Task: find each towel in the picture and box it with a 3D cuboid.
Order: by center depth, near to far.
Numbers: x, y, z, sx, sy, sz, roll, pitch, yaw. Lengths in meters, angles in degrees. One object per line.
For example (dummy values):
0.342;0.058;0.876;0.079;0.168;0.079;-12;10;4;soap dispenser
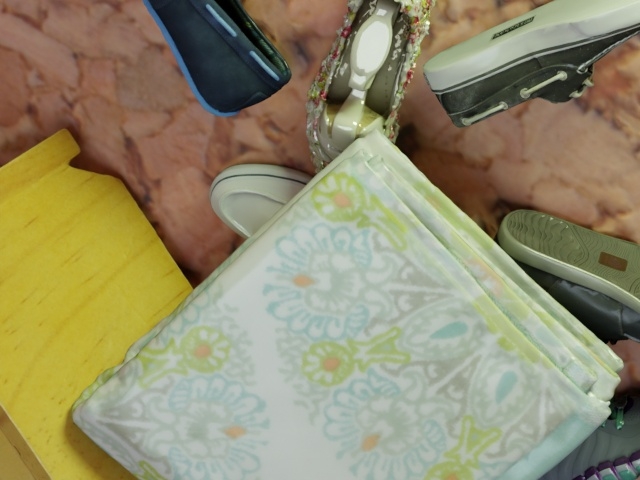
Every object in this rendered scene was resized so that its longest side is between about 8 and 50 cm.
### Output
0.025;0.132;1.395;0.374;0.090;0.320;-43;101;16;towel

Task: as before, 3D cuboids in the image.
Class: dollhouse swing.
-0.312;0.147;1.538;0.305;0.315;0.347;-26;101;46;dollhouse swing

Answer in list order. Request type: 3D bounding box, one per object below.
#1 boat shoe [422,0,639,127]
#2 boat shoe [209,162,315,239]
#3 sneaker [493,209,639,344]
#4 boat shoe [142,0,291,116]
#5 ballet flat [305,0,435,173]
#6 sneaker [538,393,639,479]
0.190;-0.151;1.320;0.219;0.078;0.070;-18;111;34;boat shoe
0.000;0.000;1.460;0.226;0.076;0.083;21;122;5;boat shoe
0.245;0.064;1.427;0.222;0.083;0.118;26;131;9;sneaker
-0.102;-0.229;1.364;0.089;0.109;0.258;-17;129;18;boat shoe
0.032;-0.132;1.376;0.091;0.077;0.241;17;123;7;ballet flat
0.241;0.176;1.483;0.224;0.083;0.098;-37;97;31;sneaker
